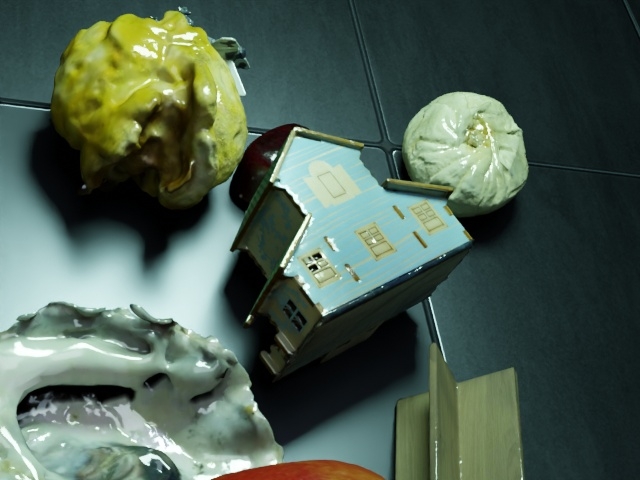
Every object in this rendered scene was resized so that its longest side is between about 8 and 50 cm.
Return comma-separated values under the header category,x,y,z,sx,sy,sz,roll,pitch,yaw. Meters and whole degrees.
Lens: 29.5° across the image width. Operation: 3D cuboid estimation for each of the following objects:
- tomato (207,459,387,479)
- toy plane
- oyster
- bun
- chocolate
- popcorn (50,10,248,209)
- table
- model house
category,x,y,z,sx,sy,sz,roll,pitch,yaw
tomato,-0.041,0.269,1.008,0.308,0.309,0.170,2,39,-23
toy plane,-0.187,-0.237,1.464,0.234,0.160,0.082,16,80,12
oyster,-0.198,0.182,1.115,0.351,0.115,0.238,7,58,-12
bun,0.187,-0.114,1.528,0.164,0.111,0.188,35,44,3
chocolate,-0.022,-0.084,1.432,0.148,0.080,0.125,19,48,-6
popcorn,-0.181,-0.142,1.345,0.190,0.191,0.254,23,35,-56
table,0.137,0.223,1.207,0.167,0.167,0.227,18,38,-10
model house,0.000,0.000,1.301,0.271,0.178,0.206,-26,72,-35
